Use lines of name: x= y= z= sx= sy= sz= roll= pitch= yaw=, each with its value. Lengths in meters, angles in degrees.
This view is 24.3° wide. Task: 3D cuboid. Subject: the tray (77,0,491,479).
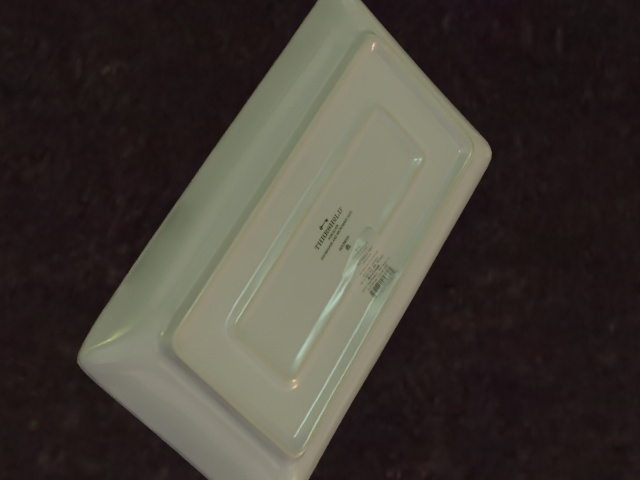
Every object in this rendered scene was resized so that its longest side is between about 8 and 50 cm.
tray: x=0.000 y=0.000 z=0.768 sx=0.145 sy=0.270 sz=0.030 roll=46 pitch=148 yaw=-24
